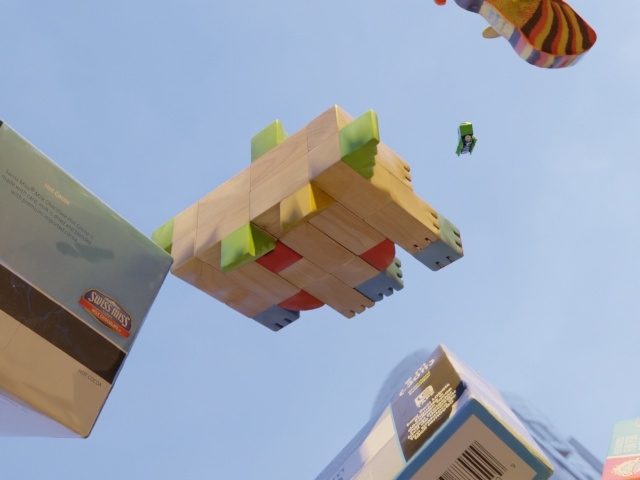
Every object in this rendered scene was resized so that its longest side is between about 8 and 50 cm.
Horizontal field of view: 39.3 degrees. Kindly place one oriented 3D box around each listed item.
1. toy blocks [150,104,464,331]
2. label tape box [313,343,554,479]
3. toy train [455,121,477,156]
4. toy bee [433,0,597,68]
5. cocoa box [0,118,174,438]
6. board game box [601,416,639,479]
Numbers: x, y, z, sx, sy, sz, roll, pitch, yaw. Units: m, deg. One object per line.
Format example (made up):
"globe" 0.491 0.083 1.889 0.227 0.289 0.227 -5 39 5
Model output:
"toy blocks" 0.000 0.000 1.163 0.381 0.190 0.261 -31 -47 29
"label tape box" 0.089 0.244 0.961 0.115 0.347 0.249 42 -86 -5
"toy train" 0.138 -0.097 0.856 0.017 0.083 0.023 -9 -93 6
"toy bee" 0.256 -0.358 1.313 0.162 0.298 0.195 -30 -30 -7
"cocoa box" -0.376 0.025 0.927 0.347 0.231 0.228 43 -126 -32
"board game box" 0.399 0.379 1.001 0.064 0.242 0.316 -18 -92 22
